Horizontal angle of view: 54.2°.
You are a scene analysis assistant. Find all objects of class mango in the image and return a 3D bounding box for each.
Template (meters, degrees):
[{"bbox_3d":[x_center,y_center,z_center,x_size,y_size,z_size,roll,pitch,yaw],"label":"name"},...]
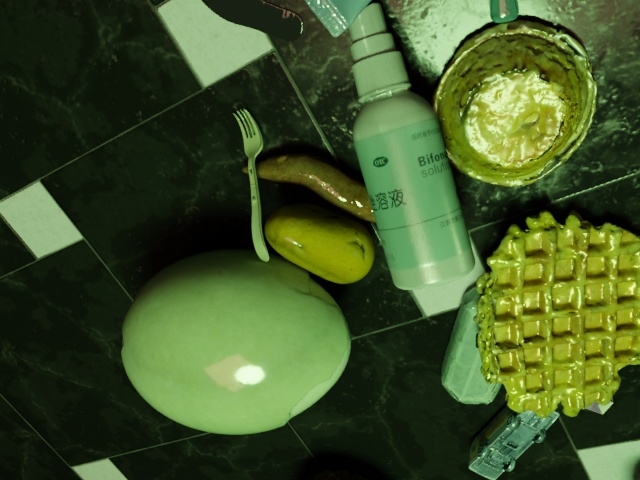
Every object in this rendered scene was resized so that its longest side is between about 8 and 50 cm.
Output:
[{"bbox_3d":[0.000,0.000,0.891,0.137,0.195,0.098,33,96,32],"label":"mango"}]

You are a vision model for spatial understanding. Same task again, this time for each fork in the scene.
[{"bbox_3d":[-0.091,-0.079,0.894,0.034,0.028,0.219,-13,84,29],"label":"fork"}]

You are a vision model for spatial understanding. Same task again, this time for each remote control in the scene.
[{"bbox_3d":[0.260,0.171,1.001,0.104,0.052,0.247,12,126,8],"label":"remote control"}]

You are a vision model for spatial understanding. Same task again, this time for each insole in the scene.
[{"bbox_3d":[-0.094,-0.305,0.821,0.152,0.002,0.053,22,124,1],"label":"insole"}]

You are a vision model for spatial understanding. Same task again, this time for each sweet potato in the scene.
[{"bbox_3d":[0.023,-0.077,0.901,0.281,0.059,0.067,24,163,4],"label":"sweet potato"}]

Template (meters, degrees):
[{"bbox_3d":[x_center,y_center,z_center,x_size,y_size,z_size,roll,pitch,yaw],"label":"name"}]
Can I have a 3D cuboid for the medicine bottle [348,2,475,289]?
[{"bbox_3d":[0.100,-0.118,0.792,0.110,0.110,0.352,-14,98,22],"label":"medicine bottle"}]

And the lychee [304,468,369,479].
[{"bbox_3d":[0.059,0.569,1.199,0.271,0.271,0.271,7,123,10],"label":"lychee"}]

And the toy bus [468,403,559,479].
[{"bbox_3d":[0.323,0.325,1.065,0.064,0.075,0.190,26,123,-5],"label":"toy bus"}]

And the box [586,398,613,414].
[{"bbox_3d":[0.404,0.231,1.001,0.117,0.050,0.036,17,131,2],"label":"box"}]

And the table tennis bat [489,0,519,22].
[{"bbox_3d":[0.199,-0.349,0.703,0.124,0.033,0.201,-5,115,19],"label":"table tennis bat"}]

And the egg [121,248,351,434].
[{"bbox_3d":[-0.115,0.153,0.948,0.336,0.278,0.278,5,123,19],"label":"egg"}]

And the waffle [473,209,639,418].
[{"bbox_3d":[0.345,0.115,0.895,0.307,0.060,0.312,25,105,-12],"label":"waffle"}]

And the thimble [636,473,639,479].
[{"bbox_3d":[0.613,0.466,1.005,0.219,0.219,0.150,-6,123,18],"label":"thimble"}]

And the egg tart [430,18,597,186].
[{"bbox_3d":[0.240,-0.159,0.780,0.212,0.090,0.213,4,120,8],"label":"egg tart"}]

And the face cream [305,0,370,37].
[{"bbox_3d":[0.116,-0.382,0.648,0.385,0.086,0.135,-32,112,29],"label":"face cream"}]
